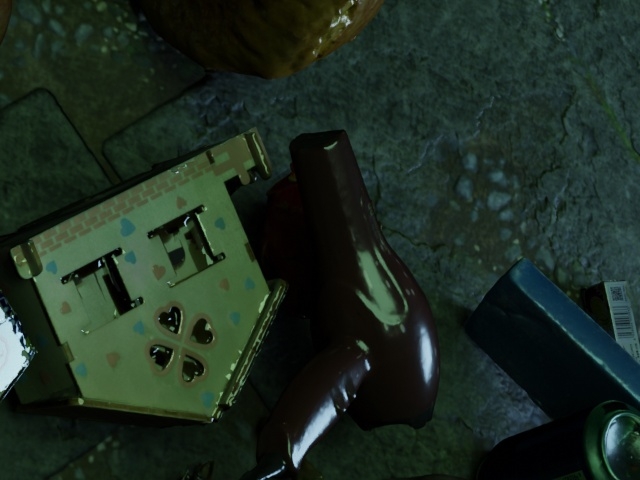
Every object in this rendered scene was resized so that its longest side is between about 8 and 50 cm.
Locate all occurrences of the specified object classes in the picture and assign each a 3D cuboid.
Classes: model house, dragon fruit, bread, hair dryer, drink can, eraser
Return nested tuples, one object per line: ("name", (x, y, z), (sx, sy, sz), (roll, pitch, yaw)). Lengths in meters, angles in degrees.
("model house", (-0.168, 0.064, 1.736), (0.326, 0.169, 0.244), (-30, 99, -37))
("dragon fruit", (0.000, 0.000, 1.883), (0.133, 0.136, 0.166), (9, 79, -30))
("bread", (-0.064, -0.320, 1.851), (0.172, 0.312, 0.312), (-22, 86, -50))
("hair dryer", (-0.008, 0.095, 1.693), (0.340, 0.123, 0.313), (-48, 125, -52))
("drink can", (0.262, 0.247, 1.927), (0.118, 0.205, 0.118), (14, 64, -32))
("eraser", (0.296, 0.162, 1.966), (0.312, 0.144, 0.042), (44, 59, 8))

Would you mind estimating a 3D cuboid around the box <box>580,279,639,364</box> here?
("box", (0.352, 0.149, 2.121), (0.041, 0.050, 0.207), (-3, 75, -31))

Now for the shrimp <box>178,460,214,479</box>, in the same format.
("shrimp", (-0.121, 0.298, 1.748), (0.099, 0.041, 0.180), (23, 61, -28))

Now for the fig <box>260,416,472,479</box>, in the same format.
("fig", (0.061, 0.308, 1.790), (0.286, 0.286, 0.369), (-16, 52, -37))

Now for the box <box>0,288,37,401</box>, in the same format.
("box", (-0.386, -0.001, 1.496), (0.084, 0.198, 0.310), (-54, 137, -36))

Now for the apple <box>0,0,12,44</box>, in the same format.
("apple", (-0.385, -0.232, 1.651), (0.187, 0.211, 0.211), (-14, 81, -24))
